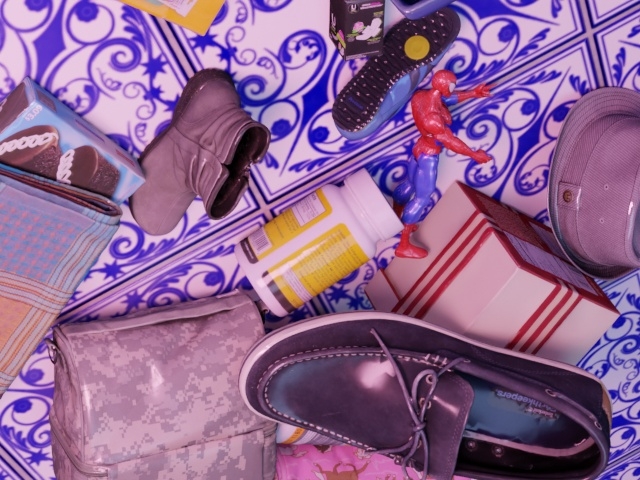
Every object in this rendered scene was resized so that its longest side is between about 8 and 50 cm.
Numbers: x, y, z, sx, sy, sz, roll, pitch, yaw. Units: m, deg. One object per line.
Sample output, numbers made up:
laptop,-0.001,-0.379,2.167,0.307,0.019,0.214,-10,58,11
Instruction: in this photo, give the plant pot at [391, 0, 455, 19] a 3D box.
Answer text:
plant pot,0.119,-0.387,1.334,0.236,0.236,0.212,-28,140,-2

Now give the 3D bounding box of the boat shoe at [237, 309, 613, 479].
boat shoe,0.142,0.212,1.604,0.500,0.156,0.187,11,115,-6

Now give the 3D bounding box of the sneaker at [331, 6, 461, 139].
sneaker,0.097,-0.212,1.592,0.209,0.069,0.082,-46,165,4

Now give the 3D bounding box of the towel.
towel,-0.434,0.063,1.493,0.271,0.040,0.370,20,118,-35

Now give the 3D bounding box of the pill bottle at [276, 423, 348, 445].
pill bottle,0.040,0.225,1.857,0.278,0.162,0.162,9,123,-31

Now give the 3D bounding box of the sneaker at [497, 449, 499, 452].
sneaker,0.271,0.370,2.118,0.208,0.127,0.319,-28,134,-3

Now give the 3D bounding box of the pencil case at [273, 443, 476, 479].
pencil case,0.084,0.381,1.942,0.386,0.167,0.160,2,118,-21

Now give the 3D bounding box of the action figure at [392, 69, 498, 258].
action figure,0.175,-0.110,1.689,0.139,0.091,0.280,-5,131,-13

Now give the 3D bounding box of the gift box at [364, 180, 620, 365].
gift box,0.250,0.115,1.799,0.276,0.255,0.258,27,112,-30

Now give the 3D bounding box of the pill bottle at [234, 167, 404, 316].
pill bottle,0.000,0.000,1.676,0.208,0.119,0.119,-33,134,4

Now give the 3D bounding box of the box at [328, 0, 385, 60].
box,0.043,-0.270,1.507,0.052,0.062,0.083,-11,132,-15

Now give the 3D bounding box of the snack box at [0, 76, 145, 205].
snack box,-0.391,-0.027,1.505,0.322,0.060,0.187,-41,133,12

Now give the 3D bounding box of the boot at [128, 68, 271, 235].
boot,-0.152,-0.074,1.510,0.083,0.161,0.246,12,122,-32

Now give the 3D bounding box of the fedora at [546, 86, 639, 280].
fedora,0.440,-0.072,1.744,0.243,0.124,0.276,8,96,-32

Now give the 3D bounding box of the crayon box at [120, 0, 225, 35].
crayon box,-0.214,-0.364,1.289,0.323,0.083,0.203,19,118,-35

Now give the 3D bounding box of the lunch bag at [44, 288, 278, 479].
lunch bag,-0.211,0.211,1.693,0.305,0.212,0.256,-9,114,-23
